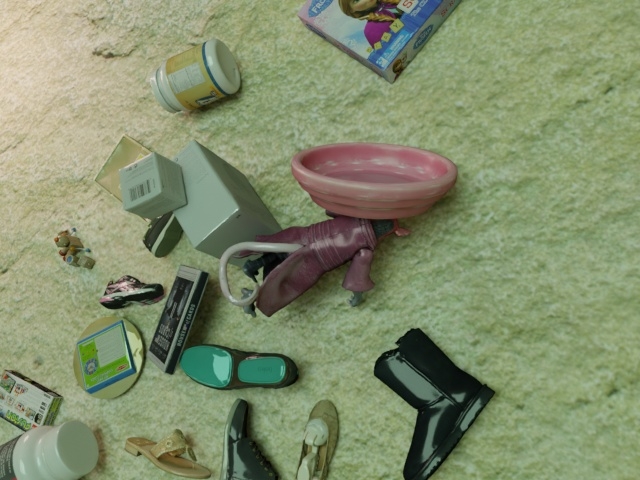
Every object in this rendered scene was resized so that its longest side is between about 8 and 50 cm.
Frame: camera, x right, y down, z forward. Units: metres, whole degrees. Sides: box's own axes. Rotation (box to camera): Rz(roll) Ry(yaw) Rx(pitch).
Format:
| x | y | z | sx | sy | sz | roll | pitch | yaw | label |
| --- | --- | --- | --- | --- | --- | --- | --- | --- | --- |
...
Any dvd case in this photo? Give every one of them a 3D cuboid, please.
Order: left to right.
| x | y | z | sx | sy | sz | roll | pitch | yaw | label |
| --- | --- | --- | --- | --- | --- | --- | --- | --- | --- |
| -0.337 | 0.178 | 1.363 | 0.179 | 0.029 | 0.238 | 4 | 73 | 61 | dvd case |

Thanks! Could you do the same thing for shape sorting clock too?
| x | y | z | sx | sy | sz | roll | pitch | yaw | label |
| --- | --- | --- | --- | --- | --- | --- | --- | --- | --- |
| -0.533 | 0.293 | 1.461 | 0.206 | 0.040 | 0.206 | -6 | 71 | 18 | shape sorting clock |

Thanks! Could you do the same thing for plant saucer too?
| x | y | z | sx | sy | sz | roll | pitch | yaw | label |
| --- | --- | --- | --- | --- | --- | --- | --- | --- | --- |
| 0.106 | -0.123 | 1.181 | 0.332 | 0.332 | 0.084 | 15 | 116 | 27 | plant saucer |

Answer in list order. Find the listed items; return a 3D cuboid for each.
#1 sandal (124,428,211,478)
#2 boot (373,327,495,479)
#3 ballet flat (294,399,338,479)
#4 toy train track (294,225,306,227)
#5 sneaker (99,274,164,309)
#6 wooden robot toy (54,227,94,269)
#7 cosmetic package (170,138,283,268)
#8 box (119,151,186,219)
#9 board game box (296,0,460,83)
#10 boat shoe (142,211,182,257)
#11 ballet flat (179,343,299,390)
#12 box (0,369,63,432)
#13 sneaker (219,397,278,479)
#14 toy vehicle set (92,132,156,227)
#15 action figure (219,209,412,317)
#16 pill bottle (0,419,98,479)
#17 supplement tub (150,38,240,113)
| x | y | z | sx | sy | sz | roll | pitch | yaw | label |
| --- | --- | --- | --- | --- | --- | --- | --- | --- | --- |
| -0.342 | 0.458 | 1.303 | 0.240 | 0.088 | 0.079 | 7 | 84 | 30 | sandal |
| 0.179 | 0.314 | 1.109 | 0.207 | 0.094 | 0.246 | 36 | 84 | 24 | boot |
| -0.011 | 0.428 | 1.176 | 0.073 | 0.067 | 0.206 | 2 | 75 | 24 | ballet flat |
| -0.035 | 0.000 | 1.346 | 0.048 | 0.014 | 0.083 | -42 | 68 | -1 | toy train track |
| -0.481 | 0.120 | 1.477 | 0.178 | 0.072 | 0.077 | -8 | 61 | 16 | sneaker |
| -0.698 | 0.019 | 1.594 | 0.076 | 0.079 | 0.173 | -47 | 62 | 4 | wooden robot toy |
| -0.226 | -0.073 | 1.331 | 0.138 | 0.224 | 0.224 | -42 | 62 | 8 | cosmetic package |
| -0.352 | -0.113 | 1.222 | 0.101 | 0.087 | 0.102 | -22 | 67 | 20 | box |
| 0.153 | -0.588 | 1.405 | 0.318 | 0.066 | 0.318 | 41 | 93 | 28 | board game box |
| -0.371 | -0.066 | 1.473 | 0.069 | 0.081 | 0.228 | 38 | 94 | 24 | boat shoe |
| -0.173 | 0.286 | 1.273 | 0.280 | 0.096 | 0.095 | 3 | 74 | 25 | ballet flat |
| -0.780 | 0.429 | 1.533 | 0.207 | 0.036 | 0.114 | 16 | 82 | 27 | box |
| -0.143 | 0.452 | 1.234 | 0.118 | 0.083 | 0.222 | 1 | 67 | 5 | sneaker |
| -0.493 | -0.165 | 1.582 | 0.267 | 0.035 | 0.166 | 34 | 90 | 28 | toy vehicle set |
| 0.000 | 0.000 | 1.181 | 0.370 | 0.276 | 0.248 | -23 | 66 | 12 | action figure |
| -0.693 | 0.549 | 1.380 | 0.318 | 0.176 | 0.176 | -29 | 65 | 14 | pill bottle |
| -0.327 | -0.425 | 1.525 | 0.200 | 0.144 | 0.144 | -17 | 69 | 19 | supplement tub |
